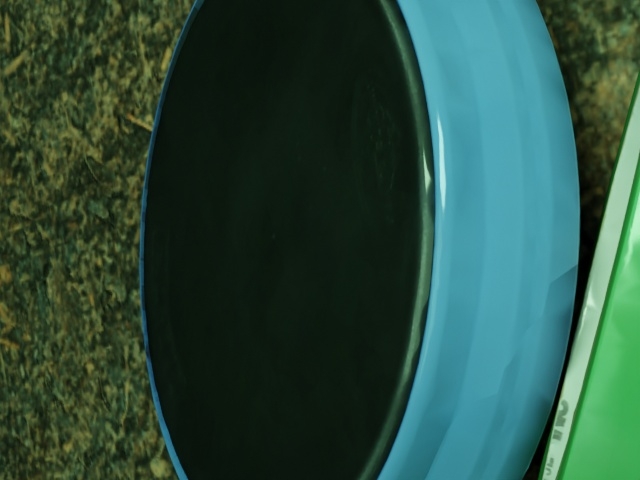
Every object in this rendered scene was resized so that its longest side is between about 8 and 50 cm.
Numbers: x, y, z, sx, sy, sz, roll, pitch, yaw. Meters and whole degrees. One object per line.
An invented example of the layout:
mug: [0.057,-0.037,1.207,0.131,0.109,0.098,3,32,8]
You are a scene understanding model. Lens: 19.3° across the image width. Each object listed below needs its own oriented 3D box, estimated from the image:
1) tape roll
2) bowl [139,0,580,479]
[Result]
tape roll: [0.155,0.024,0.812,0.077,0.321,0.321,13,107,6]
bowl: [0.000,0.000,1.052,0.391,0.077,0.391,-8,81,61]
